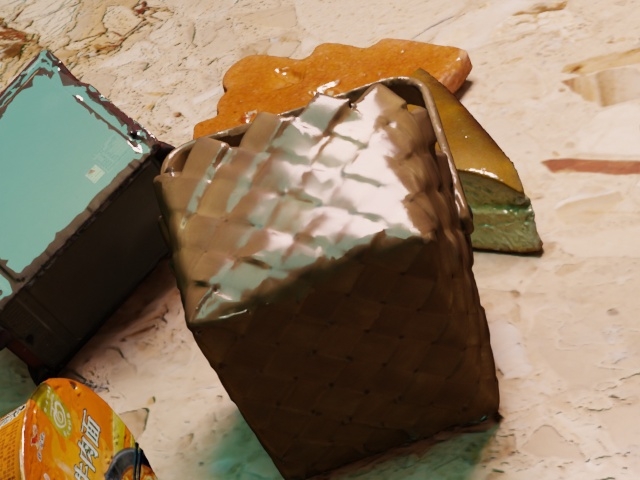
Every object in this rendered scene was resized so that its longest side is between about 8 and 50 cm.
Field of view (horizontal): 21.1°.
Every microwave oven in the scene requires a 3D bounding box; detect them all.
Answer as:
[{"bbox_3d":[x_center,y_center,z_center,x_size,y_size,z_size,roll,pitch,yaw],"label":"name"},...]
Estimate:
[{"bbox_3d":[-0.253,-0.016,1.626,0.178,0.188,0.247,39,80,27],"label":"microwave oven"}]

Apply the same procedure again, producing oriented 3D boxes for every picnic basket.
[{"bbox_3d":[0.000,0.000,1.432,0.254,0.291,0.321,-18,45,6],"label":"picnic basket"}]

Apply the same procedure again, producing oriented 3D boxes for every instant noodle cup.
[{"bbox_3d":[-0.238,0.245,1.325,0.182,0.230,0.230,-24,35,15],"label":"instant noodle cup"}]

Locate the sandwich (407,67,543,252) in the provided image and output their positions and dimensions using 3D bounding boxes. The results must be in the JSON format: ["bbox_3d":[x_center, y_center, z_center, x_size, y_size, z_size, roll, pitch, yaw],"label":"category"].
[{"bbox_3d":[0.120,-0.072,1.629,0.096,0.094,0.258,-22,34,-8],"label":"sandwich"}]

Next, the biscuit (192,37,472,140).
[{"bbox_3d":[0.014,-0.134,1.805,0.306,0.043,0.284,-17,36,7],"label":"biscuit"}]
